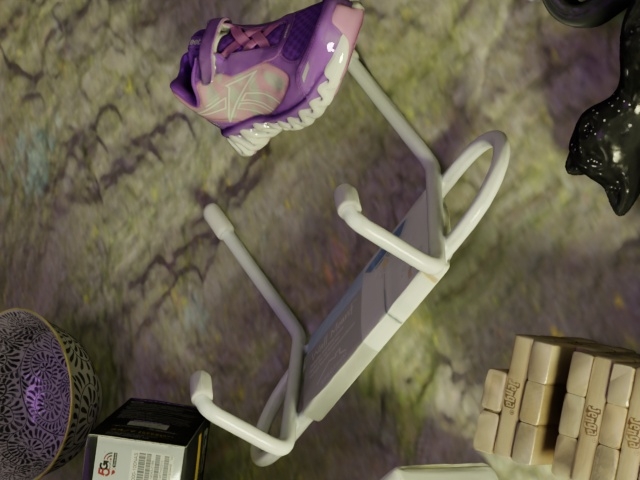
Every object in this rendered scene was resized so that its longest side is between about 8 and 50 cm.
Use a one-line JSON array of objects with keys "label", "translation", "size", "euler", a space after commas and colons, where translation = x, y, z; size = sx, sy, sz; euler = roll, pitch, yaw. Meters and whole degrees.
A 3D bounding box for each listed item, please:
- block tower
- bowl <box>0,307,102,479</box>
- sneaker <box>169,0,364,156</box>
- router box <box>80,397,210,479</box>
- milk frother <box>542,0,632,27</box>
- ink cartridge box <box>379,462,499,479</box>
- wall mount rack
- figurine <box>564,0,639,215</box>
[{"label": "block tower", "translation": [0.263, 0.138, 1.060], "size": [0.335, 0.097, 0.091], "euler": [13, 95, 41]}, {"label": "bowl", "translation": [-0.263, 0.150, 1.544], "size": [0.170, 0.080, 0.170], "euler": [-5, 82, 41]}, {"label": "sneaker", "translation": [-0.051, -0.142, 1.297], "size": [0.236, 0.104, 0.095], "euler": [-26, 37, 60]}, {"label": "router box", "translation": [-0.156, 0.297, 1.331], "size": [0.081, 0.243, 0.309], "euler": [8, 90, 1]}, {"label": "milk frother", "translation": [0.172, -0.230, 1.142], "size": [0.134, 0.143, 0.129], "euler": [-32, 56, 36]}, {"label": "ink cartridge box", "translation": [0.044, 0.333, 1.218], "size": [0.289, 0.121, 0.211], "euler": [-45, 58, 30]}, {"label": "wall mount rack", "translation": [0.000, 0.000, 1.300], "size": [0.350, 0.130, 0.304], "euler": [-52, 17, 24]}, {"label": "figurine", "translation": [0.260, -0.075, 1.078], "size": [0.209, 0.092, 0.215], "euler": [-63, 37, 28]}]
